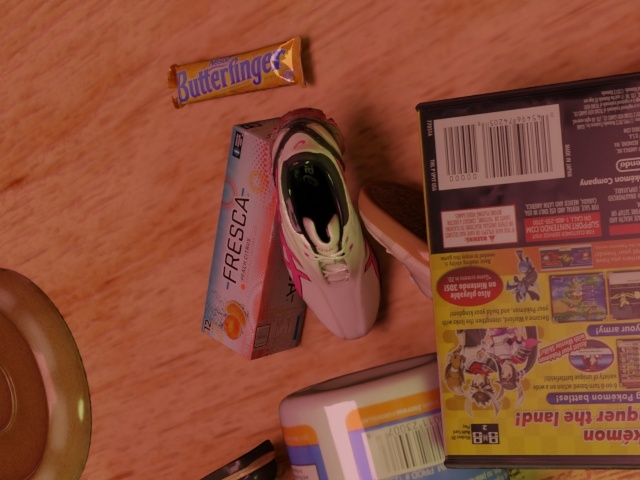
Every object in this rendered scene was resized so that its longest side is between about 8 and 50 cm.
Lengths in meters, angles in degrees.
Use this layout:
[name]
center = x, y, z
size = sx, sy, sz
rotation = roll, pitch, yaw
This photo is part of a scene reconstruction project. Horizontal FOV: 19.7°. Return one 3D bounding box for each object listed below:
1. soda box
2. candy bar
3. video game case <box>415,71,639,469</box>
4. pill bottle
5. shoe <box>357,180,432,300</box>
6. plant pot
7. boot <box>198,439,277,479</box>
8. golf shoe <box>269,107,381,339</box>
[soda box]
center = -0.042, -0.001, 1.452
size = 0.063, 0.058, 0.183
rotation = 29, 119, 37
[candy bar]
center = -0.067, -0.132, 1.473
size = 0.161, 0.018, 0.040
rotation = -6, 96, 45
[video game case]
center = 0.190, 0.020, 1.171
size = 0.275, 0.035, 0.248
rotation = -5, 89, 37
[pill bottle]
center = 0.073, 0.226, 1.327
size = 0.152, 0.152, 0.272
rotation = -14, 90, 46
[shoe]
center = 0.100, 0.034, 1.305
size = 0.219, 0.076, 0.058
rotation = 41, 121, 28
[plant pot]
center = -0.307, 0.145, 1.775
size = 0.236, 0.032, 0.236
rotation = 14, 110, 43
[boot]
center = -0.059, 0.258, 1.534
size = 0.137, 0.077, 0.198
rotation = 57, 146, 13
[golf shoe]
center = 0.000, 0.000, 1.363
size = 0.067, 0.086, 0.186
rotation = -14, 115, 8
